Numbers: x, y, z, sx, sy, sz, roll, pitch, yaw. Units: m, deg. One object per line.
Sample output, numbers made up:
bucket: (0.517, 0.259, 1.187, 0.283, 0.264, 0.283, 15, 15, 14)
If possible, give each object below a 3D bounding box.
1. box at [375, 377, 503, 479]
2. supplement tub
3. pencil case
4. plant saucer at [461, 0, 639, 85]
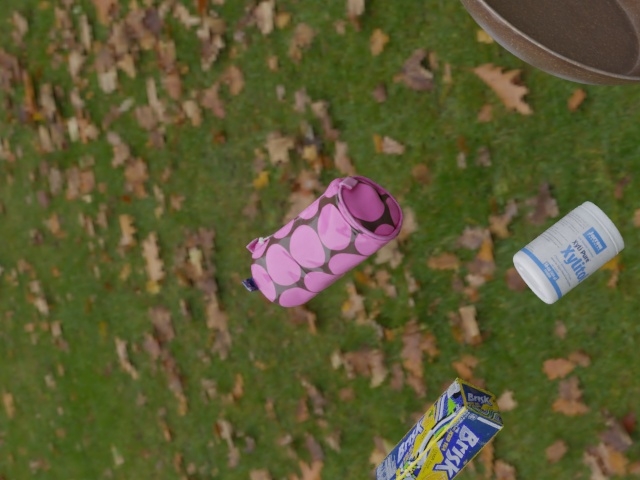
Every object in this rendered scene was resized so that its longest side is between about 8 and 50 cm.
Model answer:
box: (0.135, 0.239, 1.313, 0.169, 0.059, 0.054, -52, 24, 27)
supplement tub: (0.277, 0.014, 1.274, 0.071, 0.107, 0.071, 52, 178, 2)
pencil case: (0.000, 0.000, 1.303, 0.209, 0.095, 0.098, -37, 86, 44)
plant saucer: (0.163, -0.171, 0.787, 0.198, 0.199, 0.036, 59, 141, 24)
